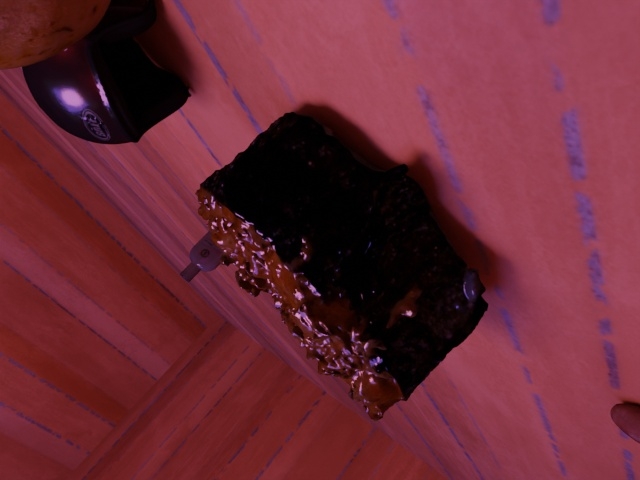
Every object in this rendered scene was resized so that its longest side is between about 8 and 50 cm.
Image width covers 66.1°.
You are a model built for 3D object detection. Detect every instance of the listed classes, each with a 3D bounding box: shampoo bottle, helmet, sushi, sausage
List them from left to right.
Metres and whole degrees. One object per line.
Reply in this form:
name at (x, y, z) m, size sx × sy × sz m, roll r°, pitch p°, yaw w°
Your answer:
helmet at (-0.288, -0.233, 0.658) m, size 0.189 × 0.193 × 0.215 m, roll 89°, pitch 172°, yaw -64°
shampoo bottle at (-0.279, 0.034, 1.219) m, size 0.080 × 0.165 × 0.040 m, roll 40°, pitch 161°, yaw 7°
sushi at (0.020, 0.020, 0.556) m, size 0.348 × 0.207 × 0.234 m, roll 46°, pitch 165°, yaw 3°
sausage at (0.376, 0.195, 0.490) m, size 0.043 × 0.043 × 0.186 m, roll 43°, pitch 161°, yaw -5°

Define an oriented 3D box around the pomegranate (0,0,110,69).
pomegranate at (-0.332, -0.300, 0.443) m, size 0.307 × 0.307 × 0.307 m, roll 37°, pitch 160°, yaw 15°
